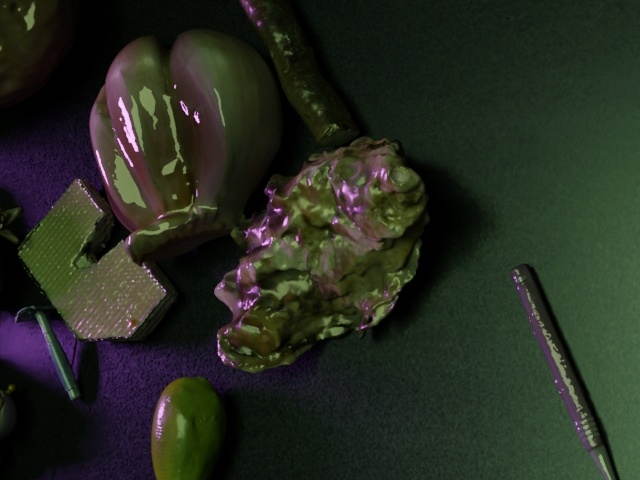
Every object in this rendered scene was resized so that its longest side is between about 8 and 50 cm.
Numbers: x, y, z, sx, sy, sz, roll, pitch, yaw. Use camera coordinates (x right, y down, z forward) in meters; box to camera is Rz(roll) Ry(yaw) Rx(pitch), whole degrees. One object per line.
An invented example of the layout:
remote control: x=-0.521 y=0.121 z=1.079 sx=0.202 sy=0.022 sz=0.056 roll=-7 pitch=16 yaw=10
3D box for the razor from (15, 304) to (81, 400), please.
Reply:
razor: x=-0.347 y=0.148 z=1.765 sx=0.040 sy=0.068 sz=0.135 roll=-34 pitch=74 yaw=26

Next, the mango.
mango: x=-0.159 y=0.244 z=1.597 sx=0.091 sy=0.074 sz=0.165 roll=-5 pitch=76 yaw=31

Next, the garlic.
garlic: x=-0.175 y=-0.140 z=1.670 sx=0.279 sy=0.132 sz=0.325 roll=-17 pitch=74 yaw=23

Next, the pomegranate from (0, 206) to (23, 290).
pomegranate: x=-0.491 y=0.024 z=1.820 sx=0.169 sy=0.149 sz=0.148 roll=-51 pitch=54 yaw=41

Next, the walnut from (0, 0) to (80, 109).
walnut: x=-0.467 y=-0.314 z=1.839 sx=0.273 sy=0.273 sz=0.227 roll=-53 pitch=21 yaw=12

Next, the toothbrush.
toothbrush: x=0.264 y=0.179 z=1.359 sx=0.024 sy=0.029 sz=0.354 roll=-31 pitch=63 yaw=24

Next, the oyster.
oyster: x=-0.001 y=0.000 z=1.521 sx=0.351 sy=0.115 sz=0.237 roll=-32 pitch=62 yaw=41

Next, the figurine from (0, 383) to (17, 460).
figurine: x=-0.445 y=0.265 z=1.788 sx=0.101 sy=0.068 sz=0.143 roll=-23 pitch=64 yaw=57

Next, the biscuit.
biscuit: x=-0.293 y=0.042 z=1.750 sx=0.147 sy=0.046 sz=0.250 roll=-51 pitch=56 yaw=12

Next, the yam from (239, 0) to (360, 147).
yam: x=-0.029 y=-0.215 z=1.630 sx=0.061 sy=0.061 sz=0.252 roll=-38 pitch=62 yaw=21
